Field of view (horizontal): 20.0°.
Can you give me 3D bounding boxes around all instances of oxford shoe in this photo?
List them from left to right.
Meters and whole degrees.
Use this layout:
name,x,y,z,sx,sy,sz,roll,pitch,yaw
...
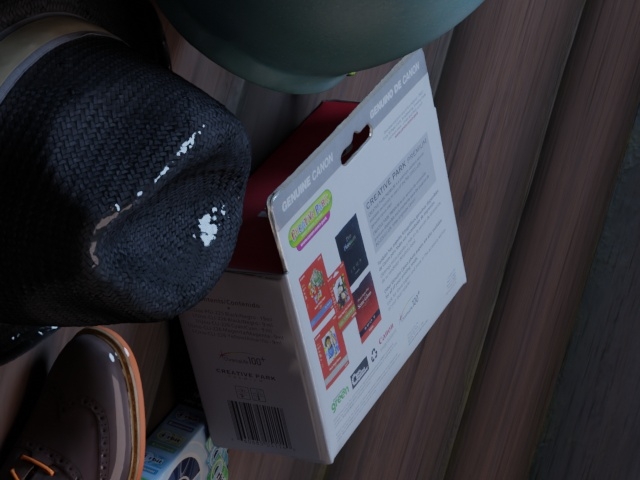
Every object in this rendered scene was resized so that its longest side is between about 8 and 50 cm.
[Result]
name,x,y,z,sx,sy,sz,roll,pitch,yaw
oxford shoe,-0.208,0.197,1.390,0.098,0.097,0.271,1,106,-62

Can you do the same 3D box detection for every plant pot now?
name,x,y,z,sx,sy,sz,roll,pitch,yaw
plant pot,-0.009,-0.234,1.341,0.196,0.293,0.293,-54,171,34

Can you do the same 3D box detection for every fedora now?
name,x,y,z,sx,sy,sz,roll,pitch,yaw
fedora,-0.150,-0.035,1.268,0.334,0.152,0.334,-50,149,-45

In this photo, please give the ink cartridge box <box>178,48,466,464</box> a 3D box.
name,x,y,z,sx,sy,sz,roll,pitch,yaw
ink cartridge box,0.000,0.000,1.665,0.309,0.130,0.272,-48,135,-47

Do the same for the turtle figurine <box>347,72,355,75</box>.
name,x,y,z,sx,sy,sz,roll,pitch,yaw
turtle figurine,0.013,-0.236,1.603,0.217,0.087,0.269,80,25,-64

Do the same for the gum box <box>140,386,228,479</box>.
name,x,y,z,sx,sy,sz,roll,pitch,yaw
gum box,-0.144,0.250,1.655,0.184,0.041,0.157,-49,148,-48
